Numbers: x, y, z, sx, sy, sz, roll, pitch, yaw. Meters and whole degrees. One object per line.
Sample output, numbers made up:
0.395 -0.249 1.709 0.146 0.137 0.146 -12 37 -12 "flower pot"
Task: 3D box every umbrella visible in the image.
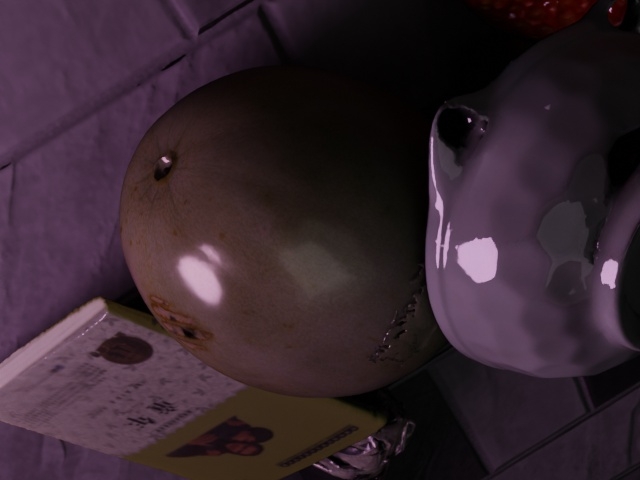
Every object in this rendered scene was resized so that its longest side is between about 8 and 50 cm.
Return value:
0.026 0.324 1.044 0.106 0.113 0.358 -19 131 -38 "umbrella"

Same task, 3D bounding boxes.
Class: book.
-0.135 0.170 0.860 0.352 0.035 0.239 29 133 -34 "book"

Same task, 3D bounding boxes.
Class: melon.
0.000 0.000 0.717 0.330 0.268 0.268 27 109 -42 "melon"

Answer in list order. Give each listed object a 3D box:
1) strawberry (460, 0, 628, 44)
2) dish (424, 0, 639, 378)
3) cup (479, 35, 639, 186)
0.259 -0.273 0.651 0.351 0.267 0.312 -23 113 16 "strawberry"
0.213 -0.013 0.616 0.303 0.120 0.303 -17 120 -31 "dish"
0.192 -0.037 0.809 0.255 0.178 0.256 -22 132 -35 "cup"
